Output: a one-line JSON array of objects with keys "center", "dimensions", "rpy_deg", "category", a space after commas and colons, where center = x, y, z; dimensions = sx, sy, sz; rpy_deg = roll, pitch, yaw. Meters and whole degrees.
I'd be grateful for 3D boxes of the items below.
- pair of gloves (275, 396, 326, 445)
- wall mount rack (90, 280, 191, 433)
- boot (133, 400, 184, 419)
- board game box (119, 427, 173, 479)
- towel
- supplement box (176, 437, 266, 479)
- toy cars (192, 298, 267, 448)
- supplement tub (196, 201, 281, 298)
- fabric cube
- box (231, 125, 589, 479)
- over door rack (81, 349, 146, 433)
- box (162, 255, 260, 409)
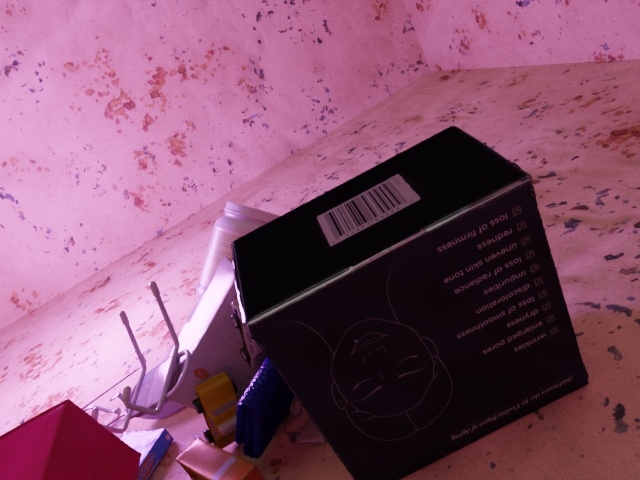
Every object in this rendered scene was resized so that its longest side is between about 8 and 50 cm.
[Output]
[{"center": [-0.040, 0.381, 1.370], "dimensions": [0.240, 0.042, 0.204], "rpy_deg": [-8, 30, 42], "category": "pair of gloves"}, {"center": [-0.429, 0.287, 1.402], "dimensions": [0.350, 0.130, 0.304], "rpy_deg": [-35, 37, 42], "category": "wall mount rack"}, {"center": [-0.407, 0.422, 1.673], "dimensions": [0.258, 0.095, 0.123], "rpy_deg": [-19, 14, 7], "category": "boot"}, {"center": [-0.488, 0.573, 1.469], "dimensions": [0.160, 0.047, 0.210], "rpy_deg": [-15, 27, 29], "category": "board game box"}, {"center": [-0.095, 0.297, 1.287], "dimensions": [0.076, 0.227, 0.308], "rpy_deg": [18, 45, 16], "category": "towel"}, {"center": [-0.215, 0.503, 1.264], "dimensions": [0.233, 0.078, 0.080], "rpy_deg": [-2, 34, 47], "category": "supplement box"}, {"center": [-0.175, 0.309, 1.336], "dimensions": [0.087, 0.176, 0.393], "rpy_deg": [24, 91, 51], "category": "toy cars"}, {"center": [-0.249, 0.056, 1.885], "dimensions": [0.235, 0.235, 0.324], "rpy_deg": [15, 89, 60], "category": "supplement tub"}, {"center": [-0.578, 0.557, 1.258], "dimensions": [0.254, 0.259, 0.258], "rpy_deg": [-31, 31, 11], "category": "fabric cube"}, {"center": [0.163, 0.131, 1.072], "dimensions": [0.480, 0.471, 0.297], "rpy_deg": [-27, 29, 2], "category": "box"}, {"center": [-0.606, 0.499, 1.651], "dimensions": [0.324, 0.108, 0.239], "rpy_deg": [-46, 19, 11], "category": "over door rack"}, {"center": [-0.218, 0.249, 1.462], "dimensions": [0.345, 0.215, 0.168], "rpy_deg": [-60, 26, -2], "category": "box"}]
